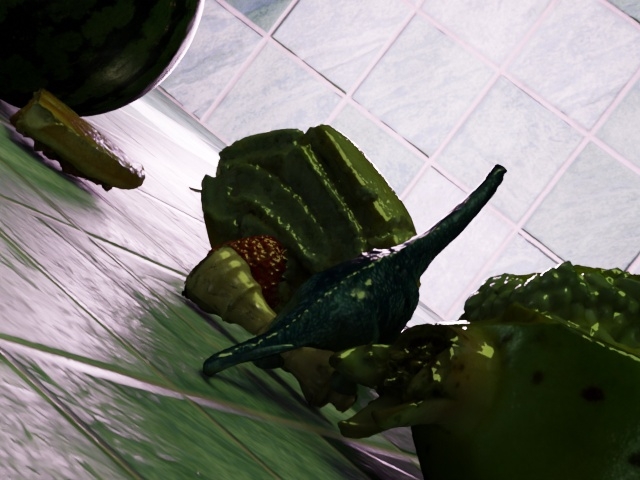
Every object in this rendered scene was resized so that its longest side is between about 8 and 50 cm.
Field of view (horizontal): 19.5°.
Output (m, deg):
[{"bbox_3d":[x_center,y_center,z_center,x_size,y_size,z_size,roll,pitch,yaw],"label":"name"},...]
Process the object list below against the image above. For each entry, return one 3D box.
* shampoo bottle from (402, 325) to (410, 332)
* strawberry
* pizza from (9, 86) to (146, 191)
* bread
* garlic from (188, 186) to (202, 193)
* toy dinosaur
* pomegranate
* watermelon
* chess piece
[{"bbox_3d":[0.107,0.143,2.184,0.087,0.049,0.233,36,3,-9],"label":"shampoo bottle"},{"bbox_3d":[-0.071,0.027,1.765,0.083,0.073,0.073,15,8,-10],"label":"strawberry"},{"bbox_3d":[-0.239,-0.094,1.774,0.175,0.046,0.134,35,5,-45],"label":"pizza"},{"bbox_3d":[0.000,0.000,1.876,0.257,0.186,0.124,48,3,21],"label":"bread"},{"bbox_3d":[-0.093,-0.051,2.495,0.084,0.066,0.152,-11,45,-47],"label":"garlic"},{"bbox_3d":[0.021,0.052,1.431,0.076,0.147,0.363,40,43,20],"label":"toy dinosaur"},{"bbox_3d":[0.164,0.131,1.394,0.341,0.260,0.260,10,17,-28],"label":"pomegranate"},{"bbox_3d":[-0.260,-0.265,1.905,0.285,0.285,0.285,38,3,-2],"label":"watermelon"},{"bbox_3d":[-0.035,0.078,1.525,0.172,0.060,0.060,42,4,23],"label":"chess piece"}]
